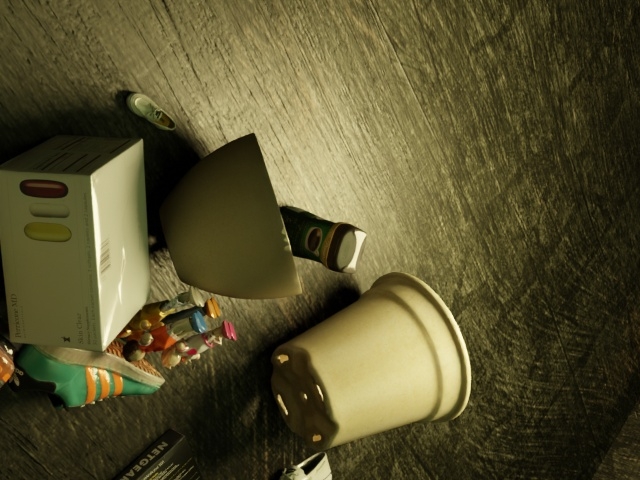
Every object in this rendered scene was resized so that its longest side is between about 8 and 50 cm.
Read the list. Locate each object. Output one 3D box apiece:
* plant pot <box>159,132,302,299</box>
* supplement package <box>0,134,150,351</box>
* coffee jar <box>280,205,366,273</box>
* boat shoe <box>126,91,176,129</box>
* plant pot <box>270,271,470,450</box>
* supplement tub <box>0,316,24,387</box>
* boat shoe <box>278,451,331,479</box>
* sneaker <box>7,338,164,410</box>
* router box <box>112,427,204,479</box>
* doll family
[{"bbox_3d":[-0.162,-0.020,1.657,0.191,0.284,0.284,-16,123,-3],"label":"plant pot"},{"bbox_3d":[-0.355,-0.002,1.441,0.204,0.145,0.262,-61,153,-67],"label":"supplement package"},{"bbox_3d":[0.000,0.000,1.874,0.079,0.184,0.096,12,96,-50],"label":"coffee jar"},{"bbox_3d":[-0.273,-0.208,1.602,0.100,0.035,0.035,40,74,-48],"label":"boat shoe"},{"bbox_3d":[0.079,0.268,1.998,0.305,0.334,0.334,-20,119,-30],"label":"plant pot"},{"bbox_3d":[-0.518,0.199,1.425,0.198,0.106,0.106,-51,136,-22],"label":"supplement tub"},{"bbox_3d":[-0.060,0.516,2.099,0.226,0.083,0.076,-20,107,-56],"label":"boat shoe"},{"bbox_3d":[-0.382,0.216,1.602,0.121,0.108,0.302,-52,144,5],"label":"sneaker"},{"bbox_3d":[-0.305,0.453,1.810,0.179,0.046,0.133,-40,130,-32],"label":"router box"},{"bbox_3d":[-0.259,0.139,1.645,0.263,0.163,0.118,42,26,-74],"label":"doll family"}]
